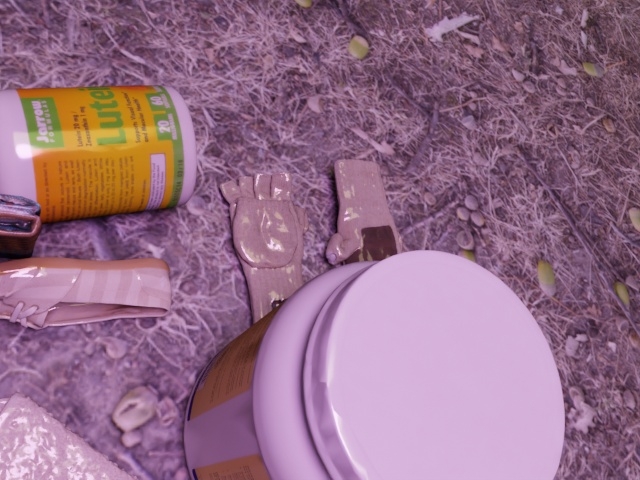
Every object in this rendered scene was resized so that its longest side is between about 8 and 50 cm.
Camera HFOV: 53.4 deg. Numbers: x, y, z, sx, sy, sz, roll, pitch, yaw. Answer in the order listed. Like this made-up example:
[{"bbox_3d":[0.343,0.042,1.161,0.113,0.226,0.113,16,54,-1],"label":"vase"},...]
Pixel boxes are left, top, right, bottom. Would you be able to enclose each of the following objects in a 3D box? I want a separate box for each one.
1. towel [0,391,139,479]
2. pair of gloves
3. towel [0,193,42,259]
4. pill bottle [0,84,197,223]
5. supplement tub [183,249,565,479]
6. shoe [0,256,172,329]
[{"bbox_3d":[-0.233,0.286,0.569,0.282,0.049,0.187,39,58,-7],"label":"towel"},{"bbox_3d":[0.000,0.000,0.816,0.240,0.042,0.204,-9,77,-28],"label":"pair of gloves"},{"bbox_3d":[-0.415,-0.024,0.482,0.370,0.271,0.040,6,83,-25],"label":"towel"},{"bbox_3d":[-0.266,-0.089,0.661,0.245,0.136,0.136,-10,73,-30],"label":"pill bottle"},{"bbox_3d":[0.026,0.160,0.584,0.241,0.331,0.241,10,65,-23],"label":"supplement tub"},{"bbox_3d":[-0.255,0.056,0.640,0.219,0.076,0.058,-3,66,-30],"label":"shoe"}]
